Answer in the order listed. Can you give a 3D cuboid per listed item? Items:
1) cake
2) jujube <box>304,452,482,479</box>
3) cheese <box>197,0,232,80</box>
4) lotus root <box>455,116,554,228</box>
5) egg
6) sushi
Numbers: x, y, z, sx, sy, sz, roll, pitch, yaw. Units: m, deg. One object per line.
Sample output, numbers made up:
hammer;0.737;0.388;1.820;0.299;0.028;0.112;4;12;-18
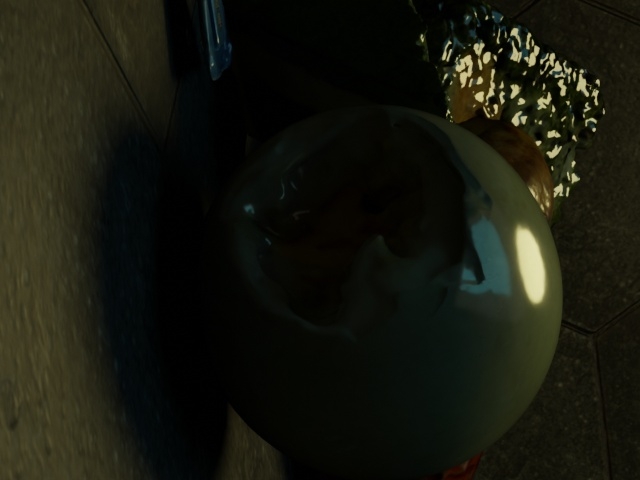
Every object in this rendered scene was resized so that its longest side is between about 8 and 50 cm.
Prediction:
cake;0.073;-0.140;1.694;0.284;0.172;0.158;30;-35;41
jujube;0.074;0.182;1.901;0.197;0.197;0.290;-77;175;-67
cheese;-0.096;-0.252;1.532;0.135;0.052;0.244;-63;146;-76
lotus root;0.113;-0.006;1.762;0.291;0.193;0.193;-47;138;-39
egg;0.046;0.050;1.484;0.336;0.278;0.278;71;15;-63
sushi;0.122;-0.101;2.015;0.352;0.178;0.294;28;87;-50
